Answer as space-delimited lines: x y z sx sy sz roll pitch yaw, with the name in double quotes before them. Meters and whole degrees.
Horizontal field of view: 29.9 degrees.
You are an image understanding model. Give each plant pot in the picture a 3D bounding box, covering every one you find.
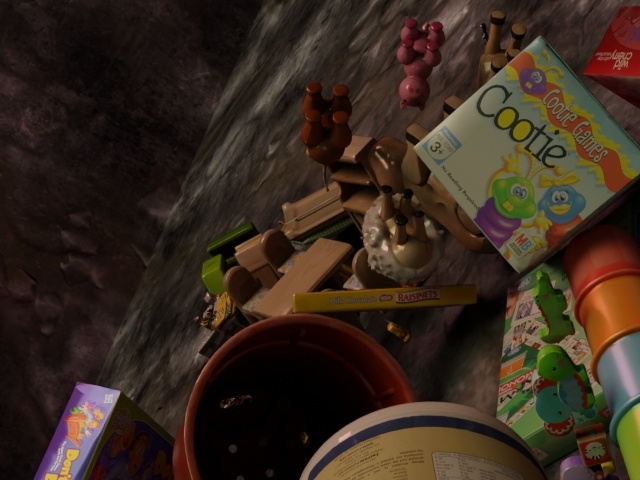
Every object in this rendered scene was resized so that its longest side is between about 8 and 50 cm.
"plant pot" -0.051 0.246 1.409 0.272 0.272 0.265 -68 10 -21

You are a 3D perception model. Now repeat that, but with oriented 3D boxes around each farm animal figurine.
"farm animal figurine" 0.148 -0.102 1.433 0.327 0.330 0.172 57 159 35

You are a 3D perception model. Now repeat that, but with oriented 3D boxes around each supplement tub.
"supplement tub" 0.091 0.301 0.922 0.228 0.228 0.316 -53 19 23

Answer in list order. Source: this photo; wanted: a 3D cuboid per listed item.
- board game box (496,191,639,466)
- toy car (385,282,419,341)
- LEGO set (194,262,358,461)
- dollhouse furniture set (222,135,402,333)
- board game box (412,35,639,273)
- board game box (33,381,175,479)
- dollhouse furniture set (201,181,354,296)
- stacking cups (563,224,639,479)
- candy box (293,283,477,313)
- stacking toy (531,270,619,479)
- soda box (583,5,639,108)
"board game box" 0.277 0.060 1.087 0.317 0.046 0.214 -43 25 45
"toy car" 0.112 0.068 1.556 0.060 0.040 0.122 -49 20 35
"LEGO set" -0.074 0.141 1.710 0.255 0.192 0.331 -48 21 36
"dollhouse furniture set" 0.000 0.000 1.558 0.242 0.161 0.212 -47 31 -21
"board game box" 0.202 -0.072 1.103 0.142 0.144 0.275 -41 -9 11
"board game box" -0.279 0.384 1.709 0.078 0.347 0.233 7 62 27
"dollhouse furniture set" -0.022 0.026 1.919 0.301 0.151 0.197 -28 15 5
"stacking cups" 0.248 0.118 0.906 0.096 0.096 0.316 -51 29 29
"candy box" 0.072 0.068 1.382 0.105 0.205 0.027 89 178 -84
"stacking toy" 0.190 0.151 0.901 0.052 0.221 0.167 -16 14 10
"soda box" 0.359 -0.168 1.134 0.083 0.092 0.263 -62 17 1
